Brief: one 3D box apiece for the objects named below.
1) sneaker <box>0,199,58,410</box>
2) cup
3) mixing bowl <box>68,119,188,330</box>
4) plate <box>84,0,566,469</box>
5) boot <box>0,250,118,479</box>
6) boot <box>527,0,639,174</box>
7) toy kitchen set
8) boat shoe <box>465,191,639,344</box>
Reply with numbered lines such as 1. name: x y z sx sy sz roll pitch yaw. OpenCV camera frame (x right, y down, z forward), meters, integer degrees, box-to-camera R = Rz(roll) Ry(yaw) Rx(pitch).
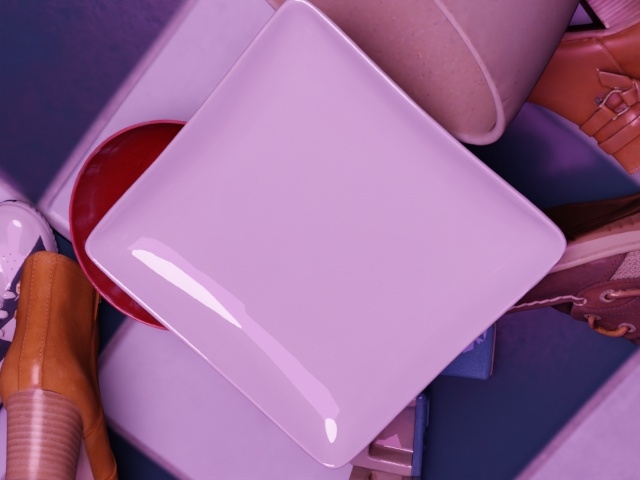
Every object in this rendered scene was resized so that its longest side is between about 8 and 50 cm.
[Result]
1. sneaker: -0.313 0.086 1.084 0.094 0.153 0.235 29 109 -1
2. cup: 0.075 -0.263 0.855 0.331 0.331 0.237 43 83 -5
3. mixing bowl: -0.112 -0.023 1.045 0.181 0.098 0.181 2 106 8
4. plate: 0.000 0.000 0.951 0.278 0.045 0.277 42 111 -2
5. boot: -0.223 0.140 1.102 0.104 0.295 0.211 3 68 -2
6. boot: 0.204 -0.112 0.980 0.197 0.073 0.152 -33 103 20
7. toy kitchen set: 0.079 0.175 1.037 0.122 0.166 0.207 4 108 8
8. boat shoe: 0.246 0.031 0.993 0.342 0.123 0.123 -16 102 8
